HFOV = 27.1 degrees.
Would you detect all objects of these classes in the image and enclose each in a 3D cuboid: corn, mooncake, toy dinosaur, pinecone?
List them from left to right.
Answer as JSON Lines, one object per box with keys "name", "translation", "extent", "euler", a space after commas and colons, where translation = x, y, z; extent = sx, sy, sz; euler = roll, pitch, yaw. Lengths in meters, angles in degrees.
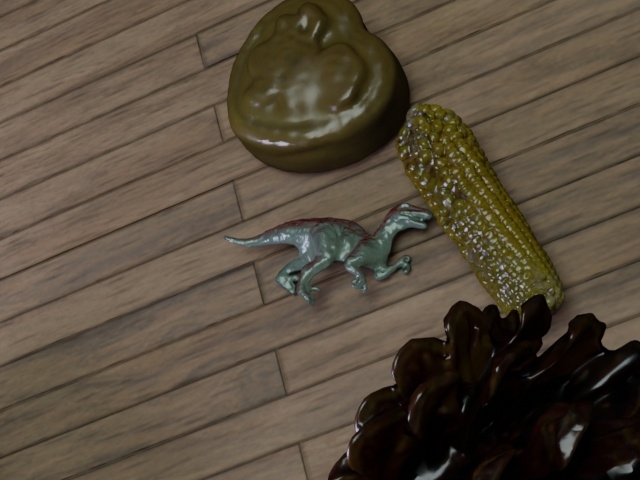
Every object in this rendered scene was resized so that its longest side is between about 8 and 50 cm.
{"name": "mooncake", "translation": [-0.015, -0.197, 1.704], "extent": [0.234, 0.117, 0.235], "euler": [-7, 66, 16]}
{"name": "toy dinosaur", "translation": [0.000, 0.000, 1.645], "extent": [0.242, 0.053, 0.167], "euler": [20, 75, 28]}
{"name": "corn", "translation": [0.185, -0.034, 1.562], "extent": [0.097, 0.097, 0.320], "euler": [-33, 62, 6]}
{"name": "pinecone", "translation": [0.190, 0.250, 1.258], "extent": [0.397, 0.398, 0.398], "euler": [-9, 65, 19]}
